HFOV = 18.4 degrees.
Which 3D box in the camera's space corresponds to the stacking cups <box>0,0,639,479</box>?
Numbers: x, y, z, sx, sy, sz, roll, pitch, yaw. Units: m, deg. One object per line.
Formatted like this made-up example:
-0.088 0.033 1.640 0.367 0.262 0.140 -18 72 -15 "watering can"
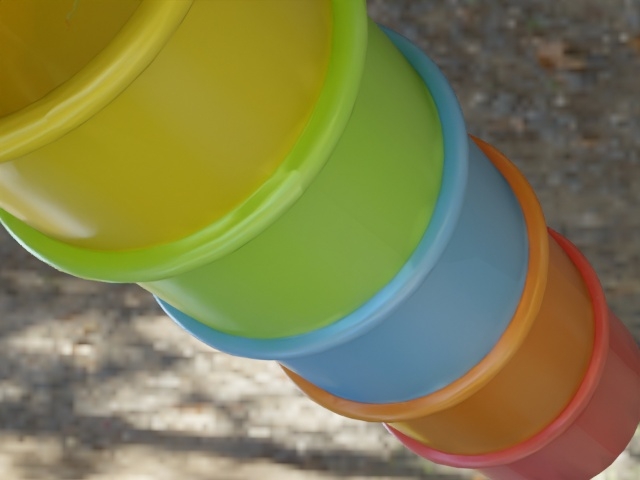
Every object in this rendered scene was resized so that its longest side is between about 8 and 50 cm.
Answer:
0.000 0.000 0.475 0.096 0.096 0.316 -5 157 22 "stacking cups"
